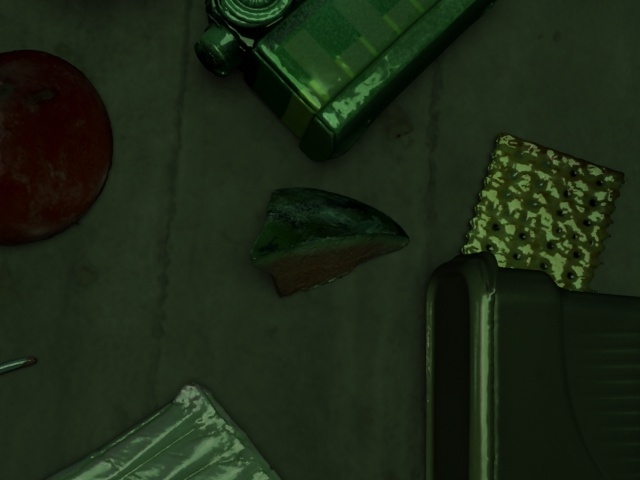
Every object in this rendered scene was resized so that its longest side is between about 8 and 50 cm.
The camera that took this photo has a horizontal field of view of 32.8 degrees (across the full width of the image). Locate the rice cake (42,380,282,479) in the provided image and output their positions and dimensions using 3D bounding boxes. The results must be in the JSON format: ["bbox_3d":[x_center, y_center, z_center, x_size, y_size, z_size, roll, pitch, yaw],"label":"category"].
[{"bbox_3d":[-0.135,0.241,0.949,0.198,0.037,0.189,-38,87,-12],"label":"rice cake"}]

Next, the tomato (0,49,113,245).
[{"bbox_3d":[-0.279,-0.087,0.959,0.189,0.099,0.173,-10,79,-10],"label":"tomato"}]

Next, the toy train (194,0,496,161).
[{"bbox_3d":[0.032,-0.230,1.017,0.301,0.120,0.202,-44,91,-12],"label":"toy train"}]

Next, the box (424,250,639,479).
[{"bbox_3d":[0.192,0.150,0.957,0.178,0.138,0.274,2,87,-13],"label":"box"}]

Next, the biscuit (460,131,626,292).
[{"bbox_3d":[0.201,0.022,1.042,0.139,0.016,0.232,19,78,-3],"label":"biscuit"}]

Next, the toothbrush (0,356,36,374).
[{"bbox_3d":[-0.344,0.134,0.954,0.193,0.013,0.019,-17,74,-9],"label":"toothbrush"}]

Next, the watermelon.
[{"bbox_3d":[0.005,-0.008,1.011,0.155,0.080,0.101,-12,46,-7],"label":"watermelon"}]
